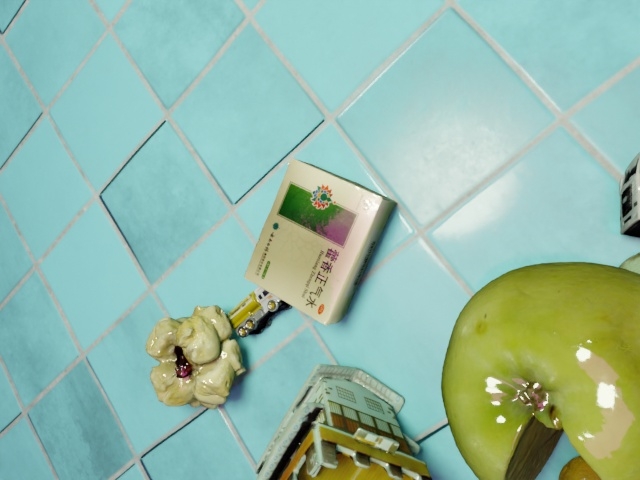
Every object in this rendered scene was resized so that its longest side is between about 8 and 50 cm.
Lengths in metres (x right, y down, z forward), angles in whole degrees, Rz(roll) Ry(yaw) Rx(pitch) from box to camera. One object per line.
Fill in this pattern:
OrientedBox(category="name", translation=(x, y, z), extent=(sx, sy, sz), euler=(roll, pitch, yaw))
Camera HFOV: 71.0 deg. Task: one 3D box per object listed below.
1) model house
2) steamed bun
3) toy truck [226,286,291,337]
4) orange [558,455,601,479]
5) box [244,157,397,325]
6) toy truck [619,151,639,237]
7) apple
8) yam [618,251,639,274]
OrientedBox(category="model house", translation=(0.021, 0.333, 0.648), extent=(0.198, 0.215, 0.224), euler=(25, 103, -11))
OrientedBox(category="steamed bun", translation=(-0.228, 0.219, 0.791), extent=(0.177, 0.106, 0.193), euler=(-16, 93, 39))
OrientedBox(category="toy truck", translation=(-0.111, 0.121, 0.788), extent=(0.123, 0.052, 0.063), euler=(-42, 69, 19))
OrientedBox(category="orange", translation=(0.359, 0.326, 0.575), extent=(0.095, 0.085, 0.085), euler=(32, 102, 22))
OrientedBox(category="box", translation=(0.000, 0.000, 0.718), extent=(0.168, 0.095, 0.212), euler=(26, 101, 18))
OrientedBox(category="toy truck", translation=(0.483, -0.058, 0.506), extent=(0.242, 0.101, 0.125), euler=(1, 78, 20))
OrientedBox(category="apple", translation=(0.279, 0.164, 0.501), extent=(0.291, 0.254, 0.292), euler=(-11, 74, 42))
OrientedBox(category="yam", translation=(0.440, 0.076, 0.546), extent=(0.146, 0.069, 0.070), euler=(45, 106, 17))
